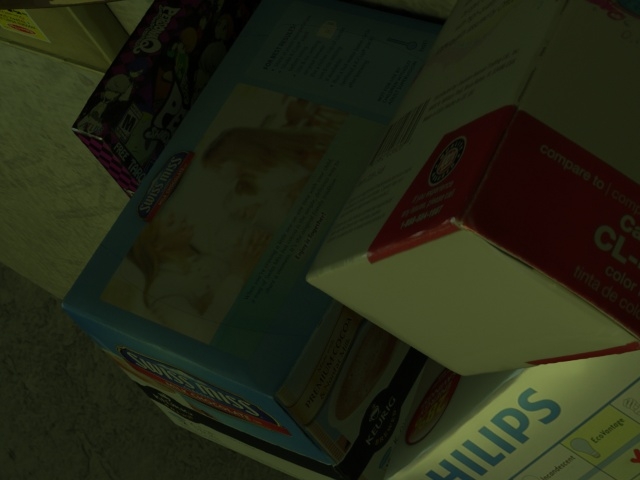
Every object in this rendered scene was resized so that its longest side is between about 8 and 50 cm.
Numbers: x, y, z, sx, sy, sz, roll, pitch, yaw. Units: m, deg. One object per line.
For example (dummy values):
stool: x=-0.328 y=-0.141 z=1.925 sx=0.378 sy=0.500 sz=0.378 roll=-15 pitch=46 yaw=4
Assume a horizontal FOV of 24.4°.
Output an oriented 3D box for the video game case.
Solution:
video game case: x=-0.105 y=-0.116 z=1.325 sx=0.042 sy=0.210 sz=0.232 roll=19 pitch=159 yaw=30

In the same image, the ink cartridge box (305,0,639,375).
ink cartridge box: x=0.143 y=-0.087 z=0.847 sx=0.131 sy=0.306 sz=0.226 roll=33 pitch=162 yaw=-11

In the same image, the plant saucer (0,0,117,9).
plant saucer: x=-0.262 y=-0.238 z=1.301 sx=0.278 sy=0.041 sz=0.278 roll=-3 pitch=-178 yaw=0

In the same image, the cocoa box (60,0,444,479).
cocoa box: x=0.000 y=0.000 z=1.244 sx=0.231 sy=0.347 sz=0.228 roll=19 pitch=159 yaw=32

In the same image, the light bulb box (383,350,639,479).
light bulb box: x=0.303 y=0.109 z=1.041 sx=0.361 sy=0.225 sz=0.358 roll=34 pitch=133 yaw=-9

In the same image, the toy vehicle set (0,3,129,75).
toy vehicle set: x=-0.331 y=-0.259 z=1.583 sx=0.267 sy=0.035 sz=0.166 roll=20 pitch=160 yaw=30
